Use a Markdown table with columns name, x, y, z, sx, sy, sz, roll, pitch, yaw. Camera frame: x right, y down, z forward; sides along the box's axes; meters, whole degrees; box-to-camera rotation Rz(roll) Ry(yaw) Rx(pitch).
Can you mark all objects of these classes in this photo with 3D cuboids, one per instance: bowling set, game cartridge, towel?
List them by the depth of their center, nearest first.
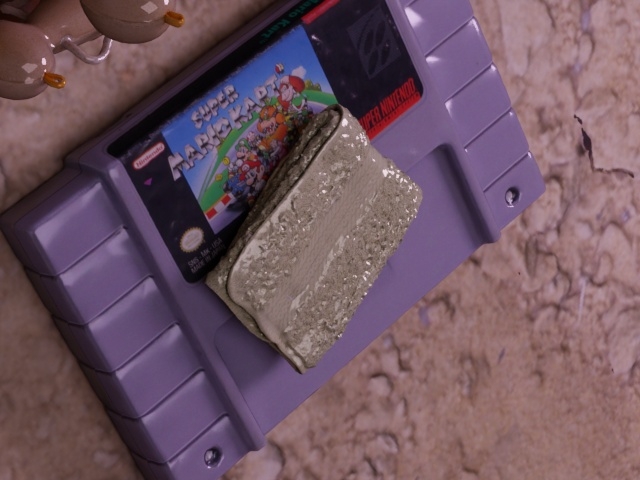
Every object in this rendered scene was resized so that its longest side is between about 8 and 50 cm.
| name | x | y | z | sx | sy | sz | roll | pitch | yaw |
| --- | --- | --- | --- | --- | --- | --- | --- | --- | --- |
| bowling set | -0.170 | -0.138 | 0.980 | 0.154 | 0.287 | 0.200 | -44 | 156 | -38 |
| towel | 0.000 | 0.000 | 1.173 | 0.110 | 0.027 | 0.148 | 44 | 72 | -36 |
| game cartridge | -0.016 | -0.026 | 1.208 | 0.355 | 0.068 | 0.230 | -40 | 124 | -25 |
